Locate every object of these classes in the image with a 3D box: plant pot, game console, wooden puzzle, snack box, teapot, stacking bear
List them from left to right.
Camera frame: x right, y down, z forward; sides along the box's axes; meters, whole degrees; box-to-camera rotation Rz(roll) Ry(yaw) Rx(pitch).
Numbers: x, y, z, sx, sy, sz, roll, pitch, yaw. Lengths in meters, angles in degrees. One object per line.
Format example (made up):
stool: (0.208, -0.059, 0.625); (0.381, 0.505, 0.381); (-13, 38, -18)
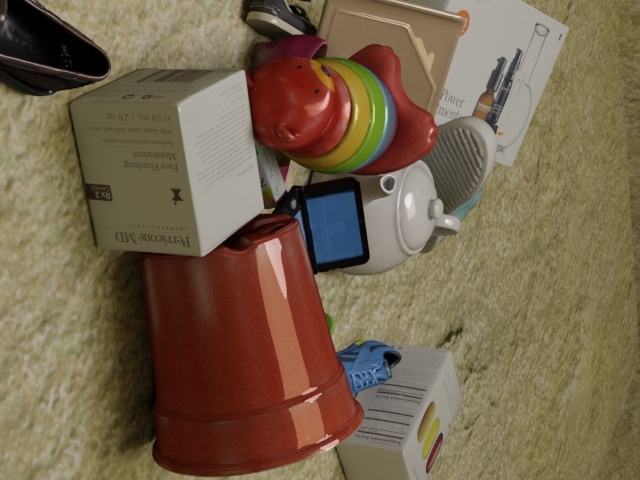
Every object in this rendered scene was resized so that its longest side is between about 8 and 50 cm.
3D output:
snack box: (-0.111, -0.108, 1.613); (0.037, 0.100, 0.141); (-60, 145, -40)
plant pot: (-0.101, 0.116, 1.521); (0.272, 0.273, 0.265); (-31, 114, -58)
game console: (0.000, 0.000, 1.651); (0.124, 0.085, 0.144); (-55, 143, -48)
stacking bear: (0.003, -0.165, 1.564); (0.175, 0.164, 0.289); (62, 24, 13)
wooden puzzle: (0.079, -0.240, 1.785); (0.221, 0.044, 0.238); (9, 112, -25)
teapot: (0.110, -0.055, 1.966); (0.256, 0.187, 0.252); (-53, 140, -48)

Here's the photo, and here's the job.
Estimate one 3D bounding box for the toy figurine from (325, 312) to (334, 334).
toy figurine: (-0.064, 0.065, 1.748); (0.173, 0.130, 0.159); (-82, 154, -62)

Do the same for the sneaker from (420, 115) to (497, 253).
sneaker: (0.230, -0.124, 2.114); (0.150, 0.135, 0.366); (-46, 173, -30)

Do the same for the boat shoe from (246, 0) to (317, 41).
boat shoe: (-0.032, -0.314, 1.765); (0.206, 0.075, 0.064); (18, 81, -58)

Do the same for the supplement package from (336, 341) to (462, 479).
supplement package: (0.141, 0.315, 2.149); (0.244, 0.134, 0.139); (-58, 143, -42)

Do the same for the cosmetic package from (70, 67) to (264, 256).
cosmetic package: (-0.175, -0.095, 1.431); (0.151, 0.151, 0.183); (-40, 128, -55)

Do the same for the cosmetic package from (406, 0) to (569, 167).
cosmetic package: (0.265, -0.303, 2.159); (0.377, 0.097, 0.284); (11, 101, -50)

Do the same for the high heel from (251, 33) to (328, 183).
high heel: (-0.042, -0.164, 1.708); (0.082, 0.117, 0.244); (9, 86, -49)

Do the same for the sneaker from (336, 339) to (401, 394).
sneaker: (0.068, 0.220, 2.050); (0.209, 0.082, 0.069); (-28, 121, -57)

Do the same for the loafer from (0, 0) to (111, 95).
loafer: (-0.317, -0.221, 1.188); (0.302, 0.095, 0.109); (28, 70, -62)
